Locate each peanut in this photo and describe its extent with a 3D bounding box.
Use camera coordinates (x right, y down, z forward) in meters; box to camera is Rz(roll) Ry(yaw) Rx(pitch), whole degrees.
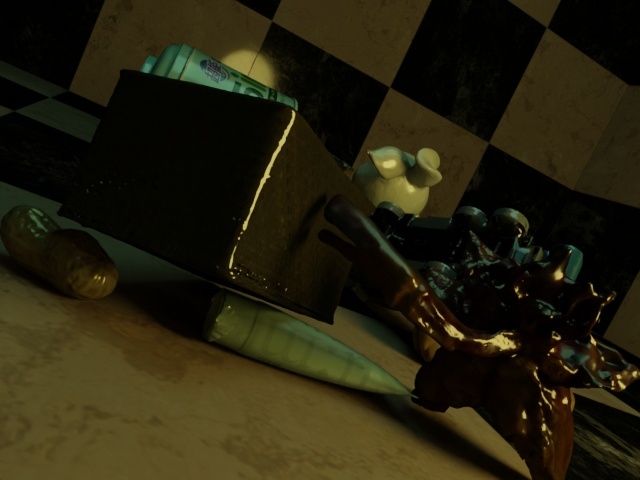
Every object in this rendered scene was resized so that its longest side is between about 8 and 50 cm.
[{"bbox_3d":[-0.217,0.010,0.484,0.113,0.054,0.054,30,7,8],"label":"peanut"}]

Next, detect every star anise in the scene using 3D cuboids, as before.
[{"bbox_3d":[0.134,0.081,0.533,0.346,0.237,0.148,45,45,-14],"label":"star anise"}]

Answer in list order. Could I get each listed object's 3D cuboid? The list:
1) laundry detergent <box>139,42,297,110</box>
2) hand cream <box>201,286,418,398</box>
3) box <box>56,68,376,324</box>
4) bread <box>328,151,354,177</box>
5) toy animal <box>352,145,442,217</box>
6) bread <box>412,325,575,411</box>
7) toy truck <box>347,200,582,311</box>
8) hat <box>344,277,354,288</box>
[{"bbox_3d":[-0.246,-0.232,1.223,0.305,0.287,0.287,24,7,-18],"label":"laundry detergent"},{"bbox_3d":[-0.008,0.104,0.545,0.205,0.050,0.078,26,-11,-19],"label":"hand cream"},{"bbox_3d":[-0.074,-0.025,0.564,0.184,0.143,0.273,18,-8,22],"label":"box"},{"bbox_3d":[-0.031,-0.098,1.280,0.088,0.232,0.128,48,5,-37],"label":"bread"},{"bbox_3d":[0.133,-0.068,1.247,0.183,0.310,0.247,28,12,0],"label":"toy animal"},{"bbox_3d":[0.234,0.163,0.816,0.225,0.081,0.134,25,6,4],"label":"bread"},{"bbox_3d":[0.205,0.049,0.915,0.367,0.146,0.175,10,-38,43],"label":"toy truck"},{"bbox_3d":[0.000,0.000,1.072,0.173,0.144,0.166,2,12,-5],"label":"hat"}]
